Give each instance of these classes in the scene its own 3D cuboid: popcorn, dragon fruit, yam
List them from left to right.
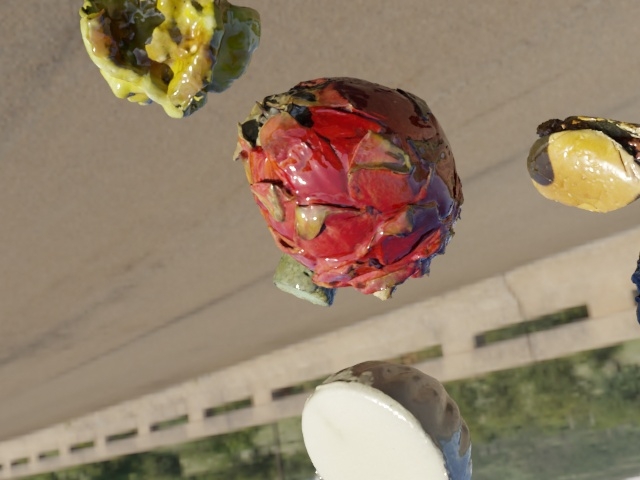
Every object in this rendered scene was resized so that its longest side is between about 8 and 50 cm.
[{"bbox_3d":[-0.259,-0.383,1.816,0.321,0.325,0.290,-47,175,-12],"label":"popcorn"},{"bbox_3d":[0.000,0.000,1.753,0.107,0.194,0.107,19,170,3],"label":"yam"},{"bbox_3d":[0.045,-0.078,1.447,0.277,0.342,0.277,-23,-152,13],"label":"dragon fruit"}]

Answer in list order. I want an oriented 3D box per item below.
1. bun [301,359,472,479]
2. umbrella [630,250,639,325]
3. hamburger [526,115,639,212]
[{"bbox_3d":[0.117,0.269,1.548,0.263,0.263,0.175,-19,-164,47],"label":"bun"},{"bbox_3d":[0.568,0.109,1.862,0.071,0.071,0.248,-9,135,5],"label":"umbrella"},{"bbox_3d":[0.512,-0.151,1.996,0.245,0.155,0.282,36,161,4],"label":"hamburger"}]
